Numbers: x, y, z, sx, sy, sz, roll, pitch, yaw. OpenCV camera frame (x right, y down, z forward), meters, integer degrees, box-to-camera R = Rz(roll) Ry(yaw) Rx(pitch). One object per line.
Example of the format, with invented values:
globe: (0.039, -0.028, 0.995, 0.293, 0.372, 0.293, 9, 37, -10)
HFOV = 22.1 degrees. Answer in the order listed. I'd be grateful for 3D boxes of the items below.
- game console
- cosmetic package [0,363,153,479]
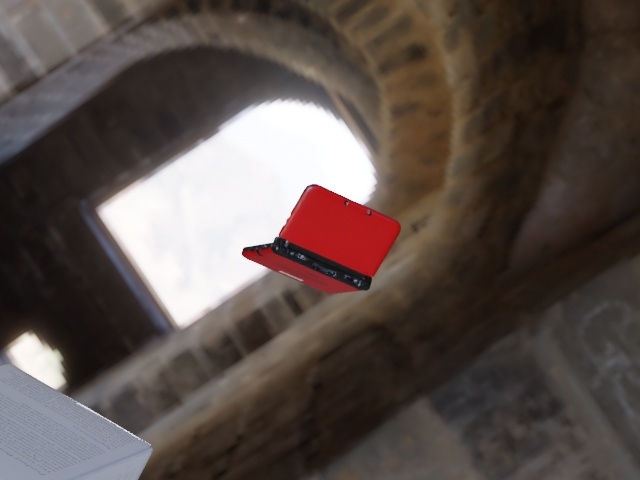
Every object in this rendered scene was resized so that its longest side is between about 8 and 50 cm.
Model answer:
game console: (0.000, 0.000, 1.951, 0.144, 0.085, 0.124, 24, -18, -30)
cosmetic package: (-0.384, 0.277, 1.881, 0.230, 0.161, 0.453, 28, 5, 11)
